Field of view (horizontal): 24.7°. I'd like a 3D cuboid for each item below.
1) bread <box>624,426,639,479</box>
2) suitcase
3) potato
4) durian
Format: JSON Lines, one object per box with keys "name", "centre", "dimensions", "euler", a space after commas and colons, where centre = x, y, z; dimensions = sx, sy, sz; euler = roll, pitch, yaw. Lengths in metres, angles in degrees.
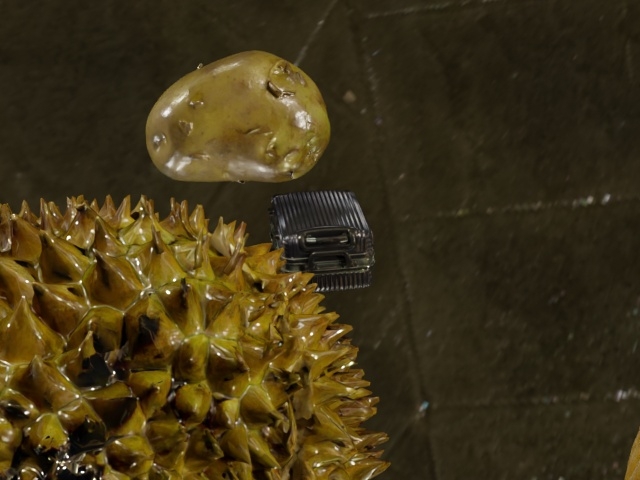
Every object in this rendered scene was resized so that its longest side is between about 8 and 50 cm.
{"name": "bread", "centre": [0.243, 0.143, 0.729], "dimensions": [0.199, 0.199, 0.104], "euler": [7, 126, 17]}
{"name": "suitcase", "centre": [0.000, 0.000, 1.250], "dimensions": [0.086, 0.126, 0.059], "euler": [-5, 113, -6]}
{"name": "potato", "centre": [-0.078, -0.115, 1.397], "dimensions": [0.176, 0.137, 0.137], "euler": [0, 111, -3]}
{"name": "durian", "centre": [-0.144, 0.127, 0.826], "dimensions": [0.384, 0.348, 0.347], "euler": [11, 115, 40]}
